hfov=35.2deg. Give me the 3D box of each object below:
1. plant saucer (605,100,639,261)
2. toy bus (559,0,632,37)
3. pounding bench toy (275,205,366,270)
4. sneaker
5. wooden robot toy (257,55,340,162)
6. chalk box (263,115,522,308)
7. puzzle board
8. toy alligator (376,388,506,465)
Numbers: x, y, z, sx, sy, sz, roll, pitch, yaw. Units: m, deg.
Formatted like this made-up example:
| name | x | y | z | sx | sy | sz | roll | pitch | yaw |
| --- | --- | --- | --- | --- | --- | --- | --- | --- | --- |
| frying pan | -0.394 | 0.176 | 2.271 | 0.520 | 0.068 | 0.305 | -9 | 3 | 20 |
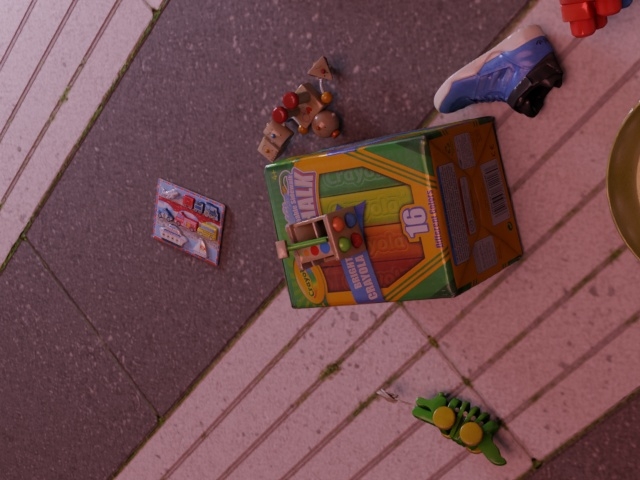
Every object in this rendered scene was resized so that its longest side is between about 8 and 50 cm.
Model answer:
| name | x | y | z | sx | sy | sz | roll | pitch | yaw |
| --- | --- | --- | --- | --- | --- | --- | --- | --- | --- |
| plant saucer | 0.414 | -0.058 | 1.027 | 0.241 | 0.037 | 0.240 | 10 | 109 | 32 |
| toy bus | 0.244 | -0.299 | 0.972 | 0.150 | 0.220 | 0.211 | 3 | 111 | 38 |
| pounding bench toy | 0.000 | 0.000 | 1.082 | 0.065 | 0.083 | 0.052 | -15 | 92 | 38 |
| sneaker | 0.201 | -0.165 | 1.131 | 0.152 | 0.058 | 0.084 | -33 | 75 | 30 |
| wooden robot toy | -0.015 | -0.151 | 1.284 | 0.079 | 0.076 | 0.173 | 43 | 124 | 5 |
| chalk box | 0.058 | -0.028 | 1.195 | 0.289 | 0.179 | 0.180 | -9 | 98 | 36 |
| puzzle board | -0.195 | -0.027 | 1.478 | 0.128 | 0.011 | 0.096 | 23 | 115 | 29 |
| toy alligator | 0.161 | 0.218 | 1.278 | 0.190 | 0.056 | 0.051 | 28 | 76 | 27 |
